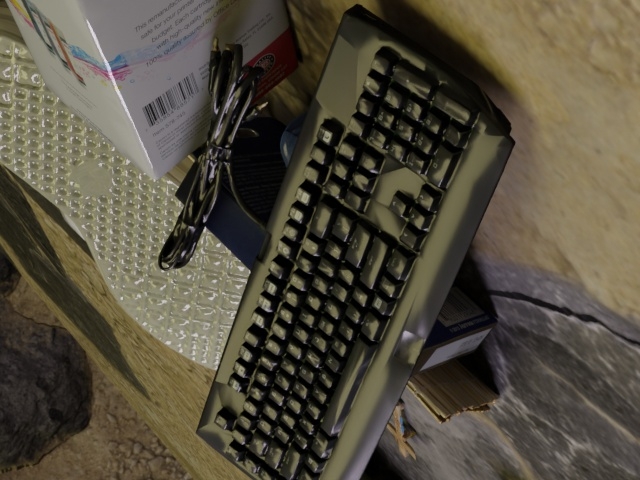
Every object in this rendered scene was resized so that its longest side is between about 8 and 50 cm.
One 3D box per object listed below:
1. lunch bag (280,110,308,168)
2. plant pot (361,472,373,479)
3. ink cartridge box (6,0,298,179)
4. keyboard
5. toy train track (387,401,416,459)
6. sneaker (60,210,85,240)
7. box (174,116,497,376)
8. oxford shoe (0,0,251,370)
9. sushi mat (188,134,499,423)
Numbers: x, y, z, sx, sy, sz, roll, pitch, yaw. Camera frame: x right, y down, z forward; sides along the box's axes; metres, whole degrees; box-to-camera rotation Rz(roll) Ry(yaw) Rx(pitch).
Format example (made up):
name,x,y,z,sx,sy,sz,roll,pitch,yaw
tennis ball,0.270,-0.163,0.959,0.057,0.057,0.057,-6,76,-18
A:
name,x,y,z,sx,sy,sz,roll,pitch,yaw
lunch bag,0.025,-0.042,0.799,0.065,0.067,0.098,32,152,42
plant pot,0.036,0.382,1.416,0.254,0.276,0.276,34,160,13
ink cartridge box,-0.111,-0.156,0.797,0.127,0.128,0.176,41,160,30
keyboard,-0.020,0.008,0.774,0.201,0.033,0.317,38,127,25
toy train track,0.077,0.172,1.228,0.048,0.014,0.083,46,159,38
sneaker,-0.148,0.017,1.334,0.169,0.108,0.292,40,170,27
box,0.000,0.000,0.871,0.225,0.036,0.136,45,-153,20
oxford shoe,-0.150,-0.048,1.166,0.449,0.169,0.130,51,-151,-30
sushi mat,0.000,0.012,0.963,0.316,0.019,0.151,46,-168,15
